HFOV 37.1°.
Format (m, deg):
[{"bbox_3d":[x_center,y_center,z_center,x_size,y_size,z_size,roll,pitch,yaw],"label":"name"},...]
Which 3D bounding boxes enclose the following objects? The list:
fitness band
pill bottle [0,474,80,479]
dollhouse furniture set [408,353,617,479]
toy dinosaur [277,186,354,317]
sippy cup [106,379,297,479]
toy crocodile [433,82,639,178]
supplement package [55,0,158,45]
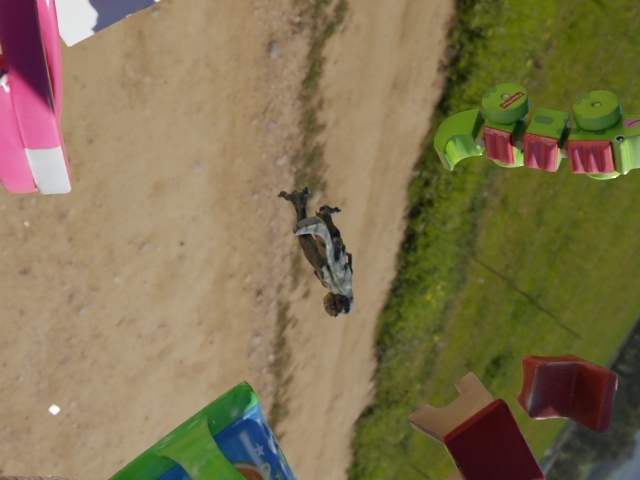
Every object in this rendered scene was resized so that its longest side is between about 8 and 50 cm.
[{"bbox_3d":[-0.232,-0.158,0.732,0.054,0.209,0.291,-6,154,-12],"label":"fitness band"},{"bbox_3d":[-0.329,0.261,0.734,0.283,0.161,0.161,9,120,-27],"label":"pill bottle"},{"bbox_3d":[0.270,0.269,0.894,0.201,0.152,0.374,-34,113,-10],"label":"dollhouse furniture set"},{"bbox_3d":[0.000,0.000,1.144,0.064,0.118,0.268,-18,151,5],"label":"toy dinosaur"},{"bbox_3d":[-0.122,0.331,1.189,0.240,0.224,0.305,-38,175,17],"label":"sippy cup"},{"bbox_3d":[0.329,-0.142,1.348,0.105,0.341,0.115,-62,148,-36],"label":"toy crocodile"},{"bbox_3d":[-0.243,-0.373,0.933,0.199,0.198,0.262,-28,158,-2],"label":"supplement package"}]
